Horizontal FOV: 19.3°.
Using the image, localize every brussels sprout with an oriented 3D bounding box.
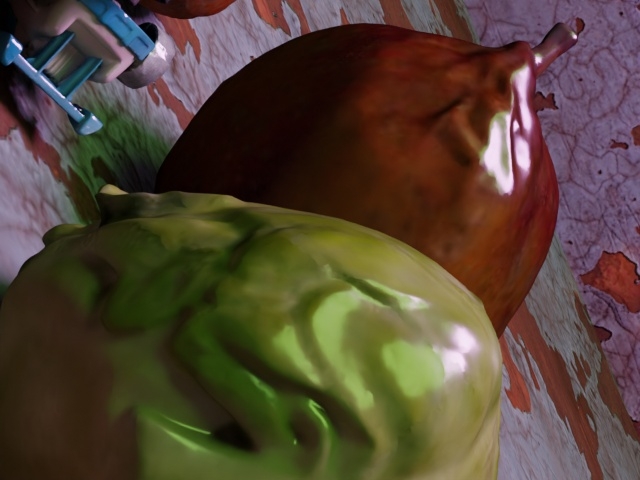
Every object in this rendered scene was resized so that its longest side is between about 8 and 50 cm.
[{"bbox_3d":[-0.033,0.100,1.112,0.328,0.328,0.247,24,68,-67],"label":"brussels sprout"}]

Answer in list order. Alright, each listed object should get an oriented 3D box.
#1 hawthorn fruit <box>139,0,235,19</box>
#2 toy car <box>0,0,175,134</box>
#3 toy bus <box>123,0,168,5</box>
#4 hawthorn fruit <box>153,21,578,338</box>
[{"bbox_3d":[-0.120,-0.246,1.596,0.189,0.149,0.149,118,-37,-57],"label":"hawthorn fruit"},{"bbox_3d":[-0.193,-0.157,1.323,0.161,0.098,0.126,35,-9,49],"label":"toy car"},{"bbox_3d":[-0.137,-0.272,1.292,0.179,0.143,0.305,42,-4,-15],"label":"toy bus"},{"bbox_3d":[0.033,-0.013,1.412,0.308,0.324,0.308,12,73,-42],"label":"hawthorn fruit"}]
